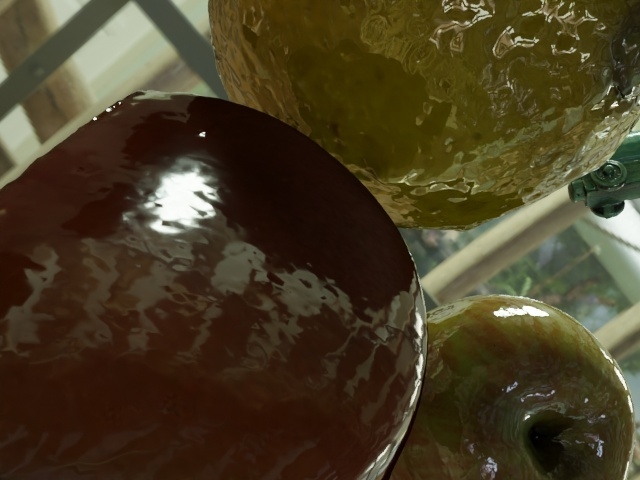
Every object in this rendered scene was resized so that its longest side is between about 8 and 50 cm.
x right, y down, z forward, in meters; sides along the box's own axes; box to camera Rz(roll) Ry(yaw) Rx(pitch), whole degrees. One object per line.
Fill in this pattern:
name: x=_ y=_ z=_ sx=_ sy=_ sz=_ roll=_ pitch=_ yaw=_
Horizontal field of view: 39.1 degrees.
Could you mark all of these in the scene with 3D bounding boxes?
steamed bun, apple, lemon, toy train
steamed bun: x=-0.078 y=0.087 z=0.520 sx=0.248 sy=0.235 sz=0.379 roll=26 pitch=32 yaw=0
apple: x=0.166 y=0.181 z=0.903 sx=0.264 sy=0.264 sz=0.264 roll=50 pitch=5 yaw=-6
lemon: x=0.095 y=-0.173 z=0.718 sx=0.387 sy=0.349 sz=0.350 roll=23 pitch=-14 yaw=39
toy train: x=0.519 y=-0.125 z=1.464 sx=0.101 sy=0.248 sz=0.159 roll=72 pitch=9 yaw=-47
